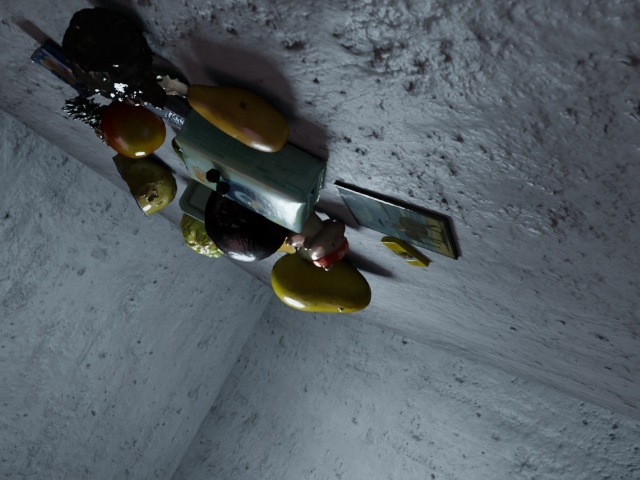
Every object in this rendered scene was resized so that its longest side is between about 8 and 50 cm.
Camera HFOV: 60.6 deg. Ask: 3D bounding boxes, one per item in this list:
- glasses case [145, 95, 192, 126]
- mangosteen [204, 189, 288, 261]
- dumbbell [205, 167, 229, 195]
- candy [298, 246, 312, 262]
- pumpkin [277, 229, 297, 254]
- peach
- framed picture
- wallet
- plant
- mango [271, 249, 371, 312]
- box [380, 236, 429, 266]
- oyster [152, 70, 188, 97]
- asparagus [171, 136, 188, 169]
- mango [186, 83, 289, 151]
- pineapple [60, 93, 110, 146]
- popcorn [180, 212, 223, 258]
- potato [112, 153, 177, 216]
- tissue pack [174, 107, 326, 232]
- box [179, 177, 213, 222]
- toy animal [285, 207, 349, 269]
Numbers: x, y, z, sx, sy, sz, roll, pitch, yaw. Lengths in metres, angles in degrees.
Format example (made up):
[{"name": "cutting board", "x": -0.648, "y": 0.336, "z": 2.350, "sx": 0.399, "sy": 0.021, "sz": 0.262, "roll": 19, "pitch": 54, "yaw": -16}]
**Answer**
[{"name": "glasses case", "x": -0.473, "y": -0.405, "z": 1.551, "sx": 0.282, "sy": 0.067, "sz": 0.109, "roll": 31, "pitch": 164, "yaw": -14}, {"name": "mangosteen", "x": -0.243, "y": -0.076, "z": 1.839, "sx": 0.297, "sy": 0.297, "sz": 0.293, "roll": 30, "pitch": 176, "yaw": -5}, {"name": "dumbbell", "x": -0.272, "y": -0.155, "z": 1.457, "sx": 0.040, "sy": 0.036, "sz": 0.083, "roll": 17, "pitch": 158, "yaw": 26}, {"name": "candy", "x": -0.022, "y": 0.021, "z": 2.133, "sx": 0.102, "sy": 0.104, "sz": 0.234, "roll": 33, "pitch": 166, "yaw": 3}, {"name": "pumpkin", "x": -0.116, "y": -0.015, "z": 2.095, "sx": 0.163, "sy": 0.111, "sz": 0.279, "roll": 40, "pitch": 160, "yaw": 27}, {"name": "peach", "x": -0.597, "y": -0.360, "z": 1.729, "sx": 0.197, "sy": 0.197, "sz": 0.197, "roll": 27, "pitch": 167, "yaw": 7}, {"name": "framed picture", "x": 0.218, "y": -0.054, "z": 1.560, "sx": 0.346, "sy": 0.016, "sz": 0.265, "roll": 22, "pitch": 166, "yaw": 27}, {"name": "wallet", "x": -0.802, "y": -0.541, "z": 1.737, "sx": 0.202, "sy": 0.059, "sz": 0.141, "roll": 36, "pitch": 158, "yaw": -35}, {"name": "plant", "x": -0.483, "y": -0.423, "z": 1.286, "sx": 0.203, "sy": 0.178, "sz": 0.234, "roll": 16, "pitch": 175, "yaw": 6}, {"name": "mango", "x": 0.005, "y": 0.177, "z": 2.275, "sx": 0.444, "sy": 0.301, "sz": 0.221, "roll": 17, "pitch": 128, "yaw": 28}, {"name": "box", "x": 0.273, "y": 0.038, "z": 1.771, "sx": 0.155, "sy": 0.023, "sz": 0.086, "roll": 35, "pitch": 162, "yaw": -26}, {"name": "oyster", "x": -0.403, "y": -0.410, "z": 1.438, "sx": 0.121, "sy": 0.045, "sz": 0.146, "roll": 39, "pitch": 156, "yaw": -26}, {"name": "asparagus", "x": -0.467, "y": -0.293, "z": 1.979, "sx": 0.067, "sy": 0.060, "sz": 0.278, "roll": 8, "pitch": 164, "yaw": 5}, {"name": "mango", "x": -0.188, "y": -0.298, "z": 1.291, "sx": 0.262, "sy": 0.109, "sz": 0.157, "roll": 32, "pitch": 177, "yaw": 5}, {"name": "pineapple", "x": -0.729, "y": -0.399, "z": 1.829, "sx": 0.278, "sy": 0.158, "sz": 0.157, "roll": 24, "pitch": 173, "yaw": -40}, {"name": "popcorn", "x": -0.484, "y": -0.062, "z": 2.462, "sx": 0.246, "sy": 0.282, "sz": 0.282, "roll": 16, "pitch": 162, "yaw": 34}, {"name": "potato", "x": -0.754, "y": -0.272, "z": 2.401, "sx": 0.300, "sy": 0.196, "sz": 0.246, "roll": 56, "pitch": 167, "yaw": 9}, {"name": "tissue pack", "x": -0.190, "y": -0.197, "z": 1.548, "sx": 0.387, "sy": 0.162, "sz": 0.287, "roll": 28, "pitch": 164, "yaw": 4}, {"name": "box", "x": -0.390, "y": -0.126, "z": 2.222, "sx": 0.311, "sy": 0.175, "sz": 0.182, "roll": 27, "pitch": 175, "yaw": 6}, {"name": "toy animal", "x": 0.000, "y": 0.000, "z": 1.847, "sx": 0.197, "sy": 0.171, "sz": 0.171, "roll": 34, "pitch": 167, "yaw": 8}]
